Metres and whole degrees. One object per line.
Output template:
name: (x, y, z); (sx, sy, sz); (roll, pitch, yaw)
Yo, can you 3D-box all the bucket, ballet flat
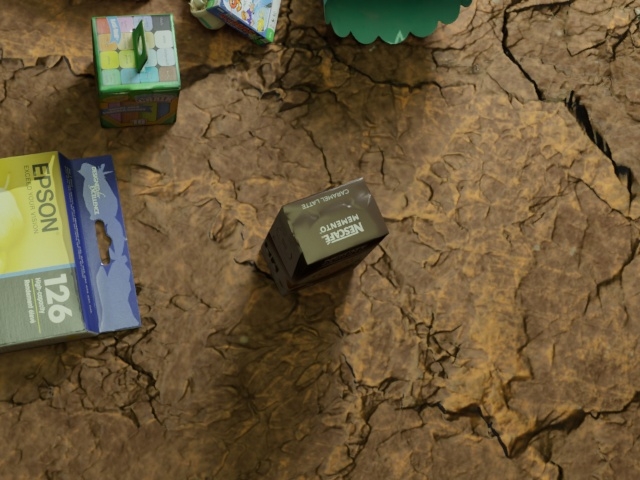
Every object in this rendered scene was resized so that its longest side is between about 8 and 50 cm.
bucket: (0.124, -0.485, 1.715); (0.281, 0.281, 0.183); (-3, 72, -11)
ballet flat: (-0.206, -0.491, 1.739); (0.086, 0.086, 0.249); (-6, 77, -12)

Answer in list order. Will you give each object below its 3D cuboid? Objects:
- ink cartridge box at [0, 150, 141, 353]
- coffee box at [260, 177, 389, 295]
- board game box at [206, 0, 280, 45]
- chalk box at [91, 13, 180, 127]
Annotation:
ink cartridge box: (-0.462, 0.015, 1.583); (0.307, 0.072, 0.304); (-10, 78, -11)
coffee box: (0.000, 0.000, 1.576); (0.141, 0.246, 0.098); (-21, 81, -14)
board game box: (-0.122, -0.461, 1.740); (0.136, 0.035, 0.201); (25, 68, -45)
chalk box: (-0.299, -0.280, 1.608); (0.132, 0.213, 0.132); (-5, 77, -12)
